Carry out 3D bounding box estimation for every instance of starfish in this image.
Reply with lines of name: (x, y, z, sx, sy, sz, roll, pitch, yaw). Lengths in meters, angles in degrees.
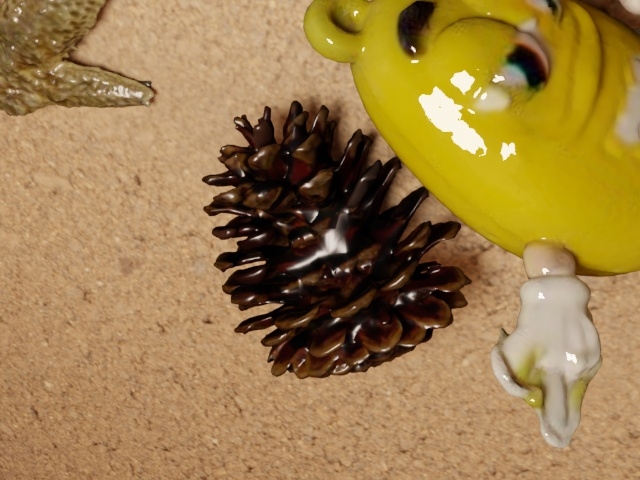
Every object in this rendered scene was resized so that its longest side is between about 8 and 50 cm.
starfish: (-0.387, -0.242, 1.092, 0.432, 0.082, 0.324, 7, 134, 24)

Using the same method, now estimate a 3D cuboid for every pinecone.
pinecone: (0.003, -0.002, 0.998, 0.246, 0.246, 0.292, -24, 104, 38)

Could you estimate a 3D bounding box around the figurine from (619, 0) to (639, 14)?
figurine: (0.216, -0.285, 0.672, 0.388, 0.248, 0.276, 27, 132, -10)

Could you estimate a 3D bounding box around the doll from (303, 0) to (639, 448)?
doll: (0.214, -0.042, 0.749, 0.161, 0.423, 0.348, -39, 63, 55)
